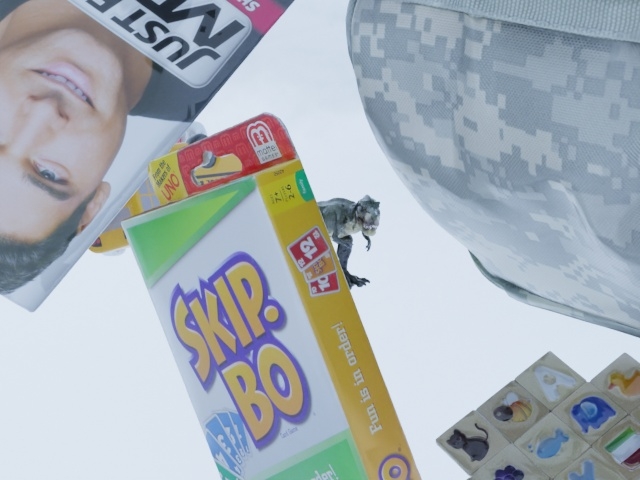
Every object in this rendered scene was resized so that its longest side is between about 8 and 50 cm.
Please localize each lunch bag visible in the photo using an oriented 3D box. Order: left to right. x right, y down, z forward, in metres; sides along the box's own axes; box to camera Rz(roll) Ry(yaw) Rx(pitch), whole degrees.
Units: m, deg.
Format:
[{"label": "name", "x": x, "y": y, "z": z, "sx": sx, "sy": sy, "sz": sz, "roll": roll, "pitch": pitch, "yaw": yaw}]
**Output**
[{"label": "lunch bag", "x": 0.185, "y": -0.049, "z": 0.462, "sx": 0.305, "sy": 0.256, "sz": 0.212, "roll": 21, "pitch": 92, "yaw": 39}]

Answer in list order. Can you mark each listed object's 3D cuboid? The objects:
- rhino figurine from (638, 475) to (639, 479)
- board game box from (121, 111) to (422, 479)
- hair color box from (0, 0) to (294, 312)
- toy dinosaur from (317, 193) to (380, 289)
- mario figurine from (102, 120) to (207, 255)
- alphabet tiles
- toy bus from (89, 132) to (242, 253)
[{"label": "rhino figurine", "x": 0.178, "y": 0.235, "z": 0.828, "sx": 0.073, "sy": 0.243, "sz": 0.106, "roll": 55, "pitch": 155, "yaw": 31}, {"label": "board game box", "x": -0.017, "y": 0.075, "z": 0.554, "sx": 0.124, "sy": 0.039, "sz": 0.259, "roll": -14, "pitch": 95, "yaw": 52}, {"label": "hair color box", "x": -0.190, "y": -0.142, "z": 0.895, "sx": 0.185, "sy": 0.113, "sz": 0.374, "roll": 34, "pitch": 109, "yaw": -28}, {"label": "toy dinosaur", "x": 0.000, "y": 0.000, "z": 1.408, "sx": 0.268, "sy": 0.064, "sz": 0.118, "roll": 4, "pitch": 106, "yaw": 50}, {"label": "mario figurine", "x": -0.271, "y": -0.086, "z": 1.847, "sx": 0.170, "sy": 0.320, "sz": 0.198, "roll": 5, "pitch": 121, "yaw": -17}, {"label": "alphabet tiles", "x": 0.293, "y": 0.262, "z": 1.163, "sx": 0.342, "sy": 0.285, "sz": 0.011, "roll": 42, "pitch": 158, "yaw": 34}, {"label": "toy bus", "x": -0.224, "y": -0.064, "z": 1.541, "sx": 0.108, "sy": 0.333, "sz": 0.130, "roll": -13, "pitch": 91, "yaw": 34}]
